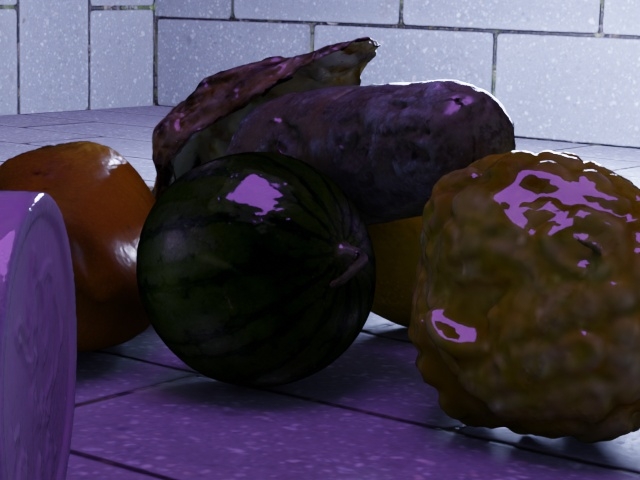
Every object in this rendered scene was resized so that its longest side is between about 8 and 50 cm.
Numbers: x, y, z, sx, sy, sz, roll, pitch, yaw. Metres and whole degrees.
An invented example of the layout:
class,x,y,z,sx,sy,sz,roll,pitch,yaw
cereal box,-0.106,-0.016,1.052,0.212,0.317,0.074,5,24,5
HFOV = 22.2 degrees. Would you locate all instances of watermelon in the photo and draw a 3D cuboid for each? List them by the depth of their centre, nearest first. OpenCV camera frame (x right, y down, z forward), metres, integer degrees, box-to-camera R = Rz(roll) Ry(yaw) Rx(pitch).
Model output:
class,x,y,z,sx,sy,sz,roll,pitch,yaw
watermelon,-0.041,0.020,1.288,0.214,0.188,0.188,-16,-3,37

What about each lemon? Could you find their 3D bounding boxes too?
class,x,y,z,sx,sy,sz,roll,pitch,yaw
lemon,0.100,-0.004,1.531,0.178,0.178,0.203,-7,2,-44

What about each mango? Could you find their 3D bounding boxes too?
class,x,y,z,sx,sy,sz,roll,pitch,yaw
mango,-0.216,0.008,1.433,0.144,0.187,0.359,-40,17,10

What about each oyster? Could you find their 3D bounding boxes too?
class,x,y,z,sx,sy,sz,roll,pitch,yaw
oyster,-0.062,-0.107,1.556,0.166,0.294,0.094,40,19,-50

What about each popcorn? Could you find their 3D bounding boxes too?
class,x,y,z,sx,sy,sz,roll,pitch,yaw
popcorn,0.190,0.044,1.182,0.251,0.206,0.237,9,-8,-3

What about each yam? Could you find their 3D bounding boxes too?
class,x,y,z,sx,sy,sz,roll,pitch,yaw
yam,0.039,-0.071,1.373,0.133,0.133,0.330,-5,1,-34

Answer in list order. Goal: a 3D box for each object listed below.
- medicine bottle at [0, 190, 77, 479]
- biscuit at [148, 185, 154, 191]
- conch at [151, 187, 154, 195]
class,x,y,z,sx,sy,sz,roll,pitch,yaw
medicine bottle,-0.313,0.068,0.906,0.325,0.212,0.212,2,9,3
biscuit,-0.261,-0.002,1.769,0.144,0.079,0.426,6,11,18
conch,-0.108,-0.013,1.736,0.188,0.122,0.176,16,-8,45
